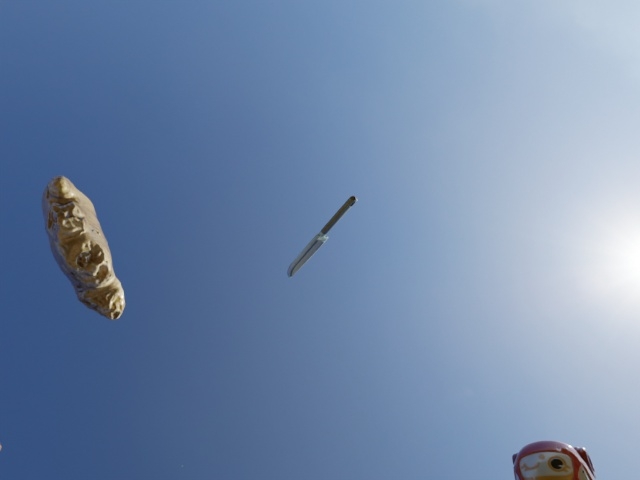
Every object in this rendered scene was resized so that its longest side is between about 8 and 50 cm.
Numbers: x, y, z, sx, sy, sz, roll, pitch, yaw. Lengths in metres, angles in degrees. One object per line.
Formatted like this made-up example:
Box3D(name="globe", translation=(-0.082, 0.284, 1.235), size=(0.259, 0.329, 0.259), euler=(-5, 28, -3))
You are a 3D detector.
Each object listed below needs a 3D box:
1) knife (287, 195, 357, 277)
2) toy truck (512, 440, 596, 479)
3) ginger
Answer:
Box3D(name="knife", translation=(0.001, 0.000, 1.179), size=(0.027, 0.343, 0.061), euler=(52, -155, 23))
Box3D(name="toy truck", translation=(0.569, 0.630, 0.951), size=(0.239, 0.189, 0.264), euler=(21, -128, -53))
Box3D(name="ginger", translation=(-0.344, 0.010, 0.574), size=(0.074, 0.137, 0.213), euler=(-22, -115, -15))
